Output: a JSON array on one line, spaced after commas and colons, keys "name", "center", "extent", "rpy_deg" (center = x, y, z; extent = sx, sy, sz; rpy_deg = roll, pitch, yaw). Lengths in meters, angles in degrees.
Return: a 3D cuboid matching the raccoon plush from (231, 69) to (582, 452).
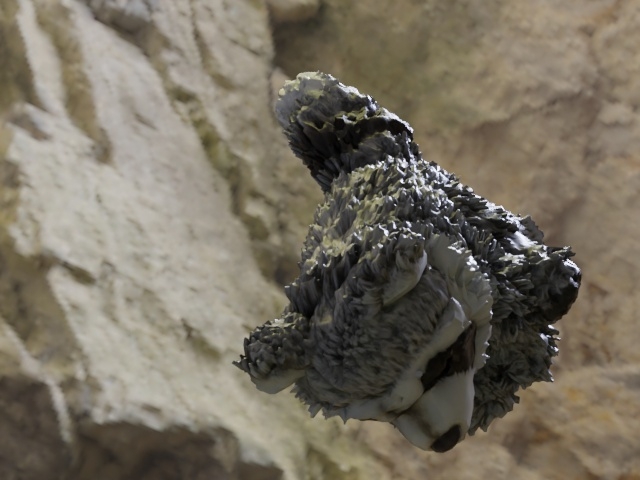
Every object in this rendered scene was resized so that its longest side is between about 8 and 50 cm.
[{"name": "raccoon plush", "center": [0.000, 0.000, 1.086], "extent": [0.446, 0.299, 0.216], "rpy_deg": [41, -78, 36]}]
